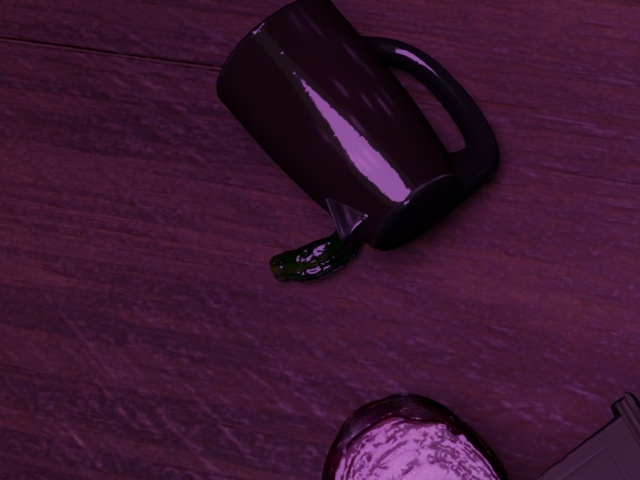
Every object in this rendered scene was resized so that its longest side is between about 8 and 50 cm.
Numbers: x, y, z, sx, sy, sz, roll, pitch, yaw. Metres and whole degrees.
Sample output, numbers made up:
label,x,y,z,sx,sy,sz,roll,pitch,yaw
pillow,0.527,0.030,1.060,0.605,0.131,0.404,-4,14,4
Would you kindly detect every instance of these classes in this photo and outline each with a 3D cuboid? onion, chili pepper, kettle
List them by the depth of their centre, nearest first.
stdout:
label,x,y,z,sx,sy,sz,roll,pitch,yaw
onion,0.064,0.249,1.371,0.218,0.140,0.195,-40,91,2
kettle,0.043,-0.107,1.469,0.202,0.144,0.232,-29,70,-30
chili pepper,0.005,0.004,1.499,0.118,0.035,0.055,-43,70,3

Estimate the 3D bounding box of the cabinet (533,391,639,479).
label,x,y,z,sx,sy,sz,roll,pitch,yaw
cabinet,0.225,0.352,1.211,0.318,0.227,0.290,-38,111,8
